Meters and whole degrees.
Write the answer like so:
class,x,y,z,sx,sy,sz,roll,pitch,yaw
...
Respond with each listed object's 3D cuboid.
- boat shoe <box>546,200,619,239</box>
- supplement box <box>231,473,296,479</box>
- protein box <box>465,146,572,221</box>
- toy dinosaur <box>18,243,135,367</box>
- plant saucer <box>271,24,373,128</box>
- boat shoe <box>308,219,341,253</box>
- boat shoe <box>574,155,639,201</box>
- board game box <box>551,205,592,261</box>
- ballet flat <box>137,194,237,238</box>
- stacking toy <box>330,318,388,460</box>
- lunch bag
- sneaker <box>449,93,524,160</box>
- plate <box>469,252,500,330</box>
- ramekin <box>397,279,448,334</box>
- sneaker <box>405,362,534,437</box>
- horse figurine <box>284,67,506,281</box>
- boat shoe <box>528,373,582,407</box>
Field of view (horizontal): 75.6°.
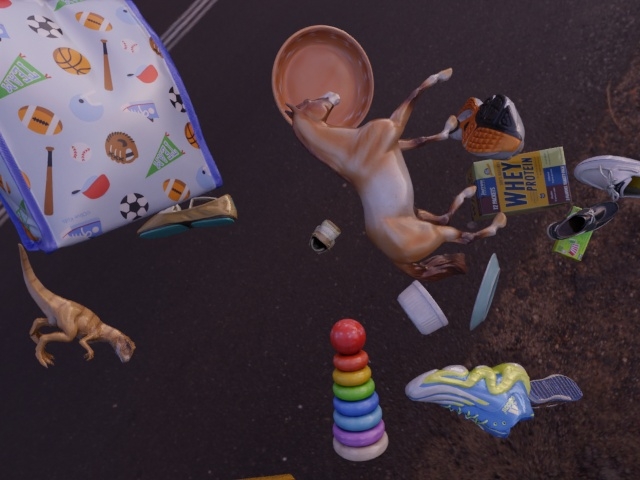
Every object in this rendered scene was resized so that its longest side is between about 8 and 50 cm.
class,x,y,z,sx,sy,sz,roll,pitch,yaw
boat shoe,0.901,-0.066,1.401,0.233,0.079,0.084,-25,80,10
supplement box,-0.056,0.283,0.259,0.129,0.194,0.191,4,75,-18
protein box,0.502,-0.138,1.077,0.201,0.200,0.135,-9,86,13
toy dinosaur,-0.361,0.106,0.579,0.112,0.211,0.064,-44,25,-5
plant saucer,0.003,-0.291,0.773,0.200,0.200,0.037,-48,22,-6
boat shoe,0.000,0.000,0.783,0.050,0.135,0.045,41,73,6
boat shoe,1.119,-0.210,1.529,0.156,0.135,0.367,-36,39,-25
board game box,0.937,-0.024,1.518,0.092,0.043,0.181,23,89,15
ballet flat,-0.308,-0.057,0.956,0.233,0.080,0.073,-10,77,0
stacking toy,0.085,0.361,1.034,0.141,0.141,0.330,-4,94,25
lunch bag,-0.412,-0.214,0.714,0.239,0.385,0.328,-1,24,45
sneaker,0.310,-0.181,0.707,0.099,0.121,0.262,-59,7,24
plate,0.383,0.121,0.948,0.024,0.188,0.188,18,71,27
ramekin,0.392,0.269,1.611,0.109,0.207,0.207,-36,52,3
sneaker,0.285,0.300,0.764,0.240,0.091,0.126,-7,55,-4
horse figurine,0.093,-0.057,0.448,0.175,0.263,0.066,-25,11,-9
boat shoe,0.554,0.372,1.008,0.066,0.183,0.066,-105,30,-44
